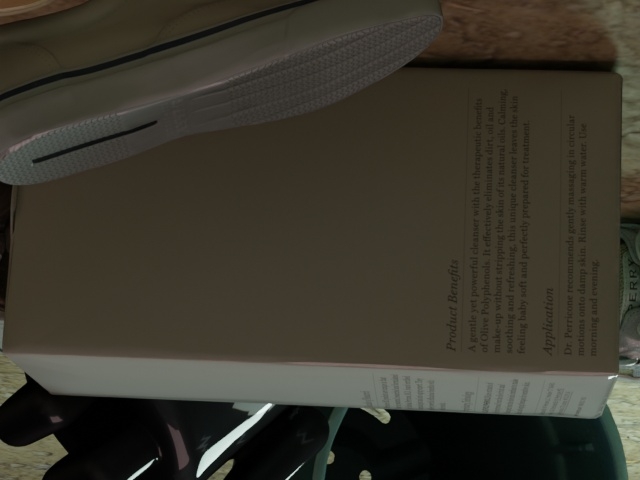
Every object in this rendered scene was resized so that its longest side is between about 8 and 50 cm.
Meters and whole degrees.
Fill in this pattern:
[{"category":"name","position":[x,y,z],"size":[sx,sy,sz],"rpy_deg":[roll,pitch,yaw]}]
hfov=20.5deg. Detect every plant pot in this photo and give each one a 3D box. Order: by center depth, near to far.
[{"category":"plant pot","position":[0.080,0.259,1.812],"size":[0.341,0.341,0.334],"rpy_deg":[10,170,-24]}]

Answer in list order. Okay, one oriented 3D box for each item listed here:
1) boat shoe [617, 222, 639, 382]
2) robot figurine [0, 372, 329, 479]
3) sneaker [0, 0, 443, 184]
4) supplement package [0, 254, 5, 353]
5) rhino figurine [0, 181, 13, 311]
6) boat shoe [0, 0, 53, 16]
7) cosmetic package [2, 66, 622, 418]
[{"category":"boat shoe","position":[0.198,0.042,1.367],"size":[0.320,0.118,0.103],"rpy_deg":[4,170,20]},{"category":"robot figurine","position":[-0.101,0.078,1.287],"size":[0.173,0.278,0.209],"rpy_deg":[21,134,34]},{"category":"sneaker","position":[-0.064,-0.110,0.937],"size":[0.258,0.091,0.094],"rpy_deg":[-16,162,-12]},{"category":"supplement package","position":[-0.288,0.032,1.428],"size":[0.179,0.105,0.105],"rpy_deg":[-6,161,26]},{"category":"rhino figurine","position":[-0.273,-0.040,1.163],"size":[0.243,0.106,0.073],"rpy_deg":[27,168,-31]},{"category":"boat shoe","position":[-0.204,-0.149,0.858],"size":[0.170,0.063,0.059],"rpy_deg":[7,169,-12]},{"category":"cosmetic package","position":[0.000,0.000,1.107],"size":[0.365,0.197,0.155],"rpy_deg":[3,165,6]}]
